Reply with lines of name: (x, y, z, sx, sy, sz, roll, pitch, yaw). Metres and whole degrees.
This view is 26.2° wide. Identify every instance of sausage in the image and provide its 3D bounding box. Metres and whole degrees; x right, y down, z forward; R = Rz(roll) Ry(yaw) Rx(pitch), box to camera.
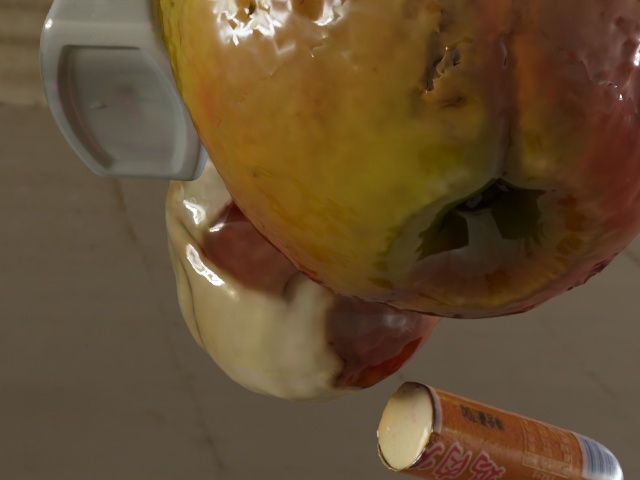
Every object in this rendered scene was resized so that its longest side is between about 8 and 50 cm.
sausage: (0.155, 0.172, 1.079, 0.234, 0.071, 0.071, 20, -172, -30)

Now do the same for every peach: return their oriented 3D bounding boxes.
peach: (0.064, -0.141, 0.744, 0.289, 0.373, 0.372, -8, -167, 10)

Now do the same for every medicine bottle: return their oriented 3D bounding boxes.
medicine bottle: (-0.096, -0.190, 0.940, 0.111, 0.161, 0.296, 2, -131, 10)

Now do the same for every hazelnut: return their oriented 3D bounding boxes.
hazelnut: (0.000, 0.000, 1.069, 0.241, 0.261, 0.261, -9, -159, -21)
